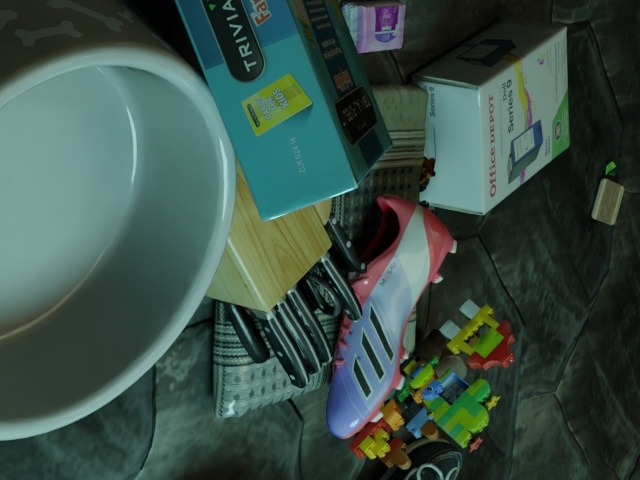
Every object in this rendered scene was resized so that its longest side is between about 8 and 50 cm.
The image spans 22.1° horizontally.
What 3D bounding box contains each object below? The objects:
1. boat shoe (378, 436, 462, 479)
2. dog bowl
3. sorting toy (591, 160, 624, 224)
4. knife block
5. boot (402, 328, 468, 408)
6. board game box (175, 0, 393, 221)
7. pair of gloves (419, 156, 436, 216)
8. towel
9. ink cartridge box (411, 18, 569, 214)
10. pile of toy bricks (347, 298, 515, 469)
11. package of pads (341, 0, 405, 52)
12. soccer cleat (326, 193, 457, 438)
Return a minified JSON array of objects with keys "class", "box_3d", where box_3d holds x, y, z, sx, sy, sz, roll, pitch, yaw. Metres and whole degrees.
[{"class":"boat shoe","box_3d":[0.098,0.293,1.832,0.254,0.079,0.095,-21,117,-53]},{"class":"dog bowl","box_3d":[-0.204,-0.013,1.162,0.349,0.102,0.349,-28,134,-33]},{"class":"sorting toy","box_3d":[0.394,-0.066,2.239,0.062,0.012,0.083,15,91,-53]},{"class":"knife block","box_3d":[-0.072,0.006,1.423,0.275,0.088,0.242,6,93,-46]},{"class":"boot","box_3d":[0.125,0.158,1.875,0.087,0.042,0.118,-58,142,-18]},{"class":"board game box","box_3d":[-0.051,-0.200,1.245,0.254,0.079,0.336,-49,119,-77]},{"class":"pair of gloves","box_3d":[0.108,-0.048,1.756,0.010,0.074,0.083,-2,89,-16]},{"class":"towel","box_3d":[0.000,0.000,1.632,0.324,0.056,0.312,-9,104,-54]},{"class":"ink cartridge box","box_3d":[0.193,-0.142,1.832,0.212,0.093,0.154,-34,127,-46]},{"class":"pile of toy bricks","box_3d":[0.138,0.180,1.765,0.212,0.105,0.118,-46,152,-6]},{"class":"package of pads","box_3d":[0.052,-0.216,1.647,0.083,0.032,0.050,-16,114,-54]},{"class":"soccer cleat","box_3d":[0.050,0.073,1.618,0.095,0.083,0.248,32,73,-22]}]
